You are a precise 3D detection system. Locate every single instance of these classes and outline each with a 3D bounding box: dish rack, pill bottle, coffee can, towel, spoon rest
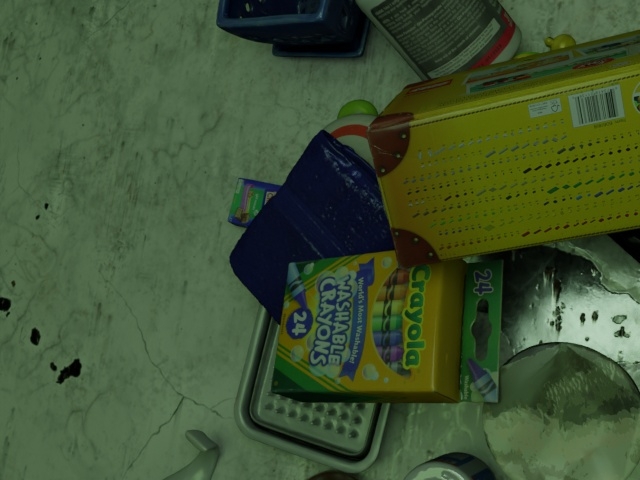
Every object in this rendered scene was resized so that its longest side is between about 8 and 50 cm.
[{"bbox_3d":[0.010,0.213,1.345,0.286,0.072,0.332,13,86,23],"label":"dish rack"},{"bbox_3d":[0.202,0.387,1.151,0.124,0.221,0.124,-4,79,22],"label":"pill bottle"},{"bbox_3d":[0.168,-0.396,1.243,0.176,0.176,0.318,-42,111,11],"label":"pill bottle"},{"bbox_3d":[0.355,0.250,1.083,0.202,0.275,0.201,-4,79,21],"label":"coffee can"},{"bbox_3d":[0.000,0.000,1.266,0.227,0.076,0.308,48,116,18],"label":"towel"},{"bbox_3d":[-0.259,0.471,1.418,0.137,0.084,0.276,35,108,25],"label":"spoon rest"}]

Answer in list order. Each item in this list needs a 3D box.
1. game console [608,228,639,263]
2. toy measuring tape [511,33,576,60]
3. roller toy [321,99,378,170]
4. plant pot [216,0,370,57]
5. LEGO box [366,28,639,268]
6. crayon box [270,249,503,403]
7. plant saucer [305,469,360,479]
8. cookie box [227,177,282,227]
[{"bbox_3d":[0.603,-0.113,1.174,0.361,0.044,0.213,-46,69,10],"label":"game console"},{"bbox_3d":[0.314,-0.201,1.277,0.121,0.121,0.330,36,105,24],"label":"toy measuring tape"},{"bbox_3d":[0.083,-0.118,1.332,0.191,0.146,0.209,39,106,20],"label":"roller toy"},{"bbox_3d":[-0.022,-0.461,1.392,0.236,0.212,0.235,8,83,30],"label":"plant pot"},{"bbox_3d":[0.346,-0.150,1.027,0.500,0.372,0.193,-10,106,18],"label":"LEGO box"},{"bbox_3d":[0.088,0.122,1.077,0.323,0.083,0.203,-8,64,35],"label":"crayon box"},{"bbox_3d":[0.019,0.478,1.294,0.168,0.029,0.168,-12,57,18],"label":"plant saucer"},{"bbox_3d":[-0.115,-0.065,1.462,0.107,0.040,0.091,12,85,23],"label":"cookie box"}]
